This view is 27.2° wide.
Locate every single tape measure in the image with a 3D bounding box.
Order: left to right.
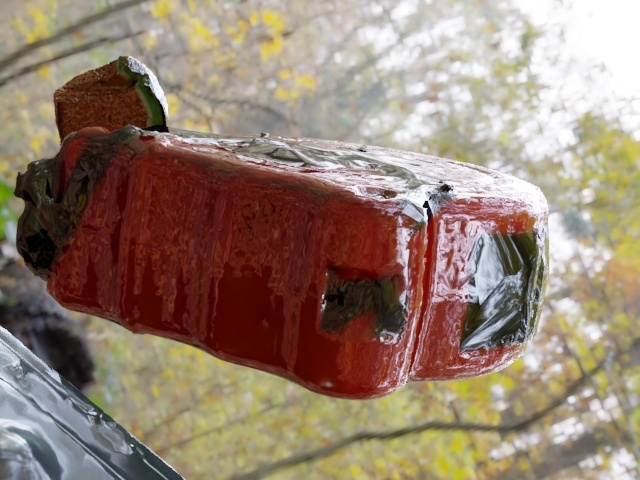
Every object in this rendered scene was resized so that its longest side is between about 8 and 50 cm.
[{"bbox_3d":[0.001,0.000,0.758,0.253,0.260,0.114,15,-76,37],"label":"tape measure"}]

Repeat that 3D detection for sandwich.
[{"bbox_3d":[-0.125,-0.073,0.801,0.101,0.069,0.026,100,1,-49],"label":"sandwich"}]

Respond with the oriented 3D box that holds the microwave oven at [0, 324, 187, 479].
[{"bbox_3d":[-0.128,0.272,0.576,0.394,0.333,0.247,40,26,3],"label":"microwave oven"}]
